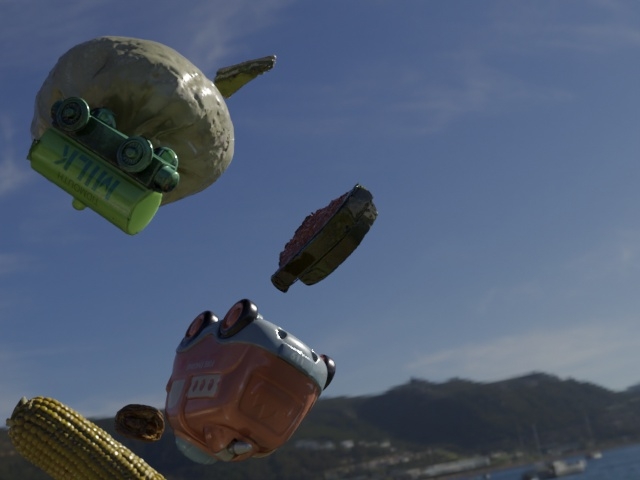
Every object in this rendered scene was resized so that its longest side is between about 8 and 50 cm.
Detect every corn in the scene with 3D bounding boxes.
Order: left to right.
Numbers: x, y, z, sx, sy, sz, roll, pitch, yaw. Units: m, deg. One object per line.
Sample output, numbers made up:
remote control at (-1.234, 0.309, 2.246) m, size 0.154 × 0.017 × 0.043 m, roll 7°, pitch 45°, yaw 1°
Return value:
corn at (-0.491, 0.468, 2.026) m, size 0.387 × 0.144 × 0.144 m, roll 35°, pitch -21°, yaw 0°

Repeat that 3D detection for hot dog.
hot dog at (-0.288, 0.293, 1.536) m, size 0.083 × 0.058 × 0.035 m, roll 18°, pitch -18°, yaw -26°

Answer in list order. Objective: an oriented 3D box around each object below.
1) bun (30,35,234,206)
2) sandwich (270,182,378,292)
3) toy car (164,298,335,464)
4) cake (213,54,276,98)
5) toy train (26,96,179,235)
bun at (-0.342, -0.184, 1.676) m, size 0.360 × 0.211 × 0.359 m, roll 7°, pitch -52°, yaw 9°
sandwich at (0.003, 0.008, 1.771) m, size 0.235 × 0.079 × 0.159 m, roll -52°, pitch 16°, yaw -19°
toy car at (-0.124, 0.228, 1.415) m, size 0.180 × 0.212 × 0.270 m, roll 38°, pitch -29°, yaw -22°
cake at (-0.155, -0.343, 1.936) m, size 0.140 × 0.051 × 0.055 m, roll -27°, pitch -57°, yaw 31°
toy train at (-0.340, -0.115, 1.478) m, size 0.157 × 0.253 × 0.105 m, roll -59°, pitch -19°, yaw 3°
